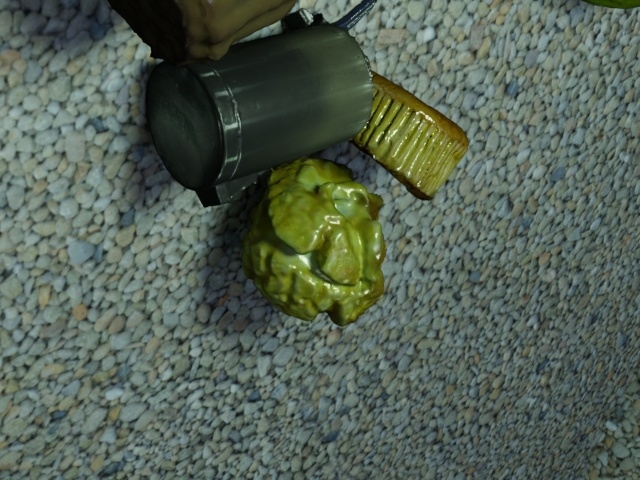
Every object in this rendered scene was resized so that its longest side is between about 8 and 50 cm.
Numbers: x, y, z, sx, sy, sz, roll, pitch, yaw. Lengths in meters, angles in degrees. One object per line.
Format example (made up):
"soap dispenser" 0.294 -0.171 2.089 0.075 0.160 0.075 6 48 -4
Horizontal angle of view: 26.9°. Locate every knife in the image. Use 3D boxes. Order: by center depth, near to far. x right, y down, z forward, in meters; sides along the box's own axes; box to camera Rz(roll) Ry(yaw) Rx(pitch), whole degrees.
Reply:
"knife" 0.048 -0.366 2.215 0.121 0.018 0.031 -43 144 -14

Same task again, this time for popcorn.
"popcorn" -0.007 -0.007 2.258 0.247 0.282 0.282 8 120 -10

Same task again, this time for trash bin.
"trash bin" -0.088 -0.208 2.050 0.301 0.203 0.252 -21 98 -36

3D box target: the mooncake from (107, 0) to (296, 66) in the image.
"mooncake" -0.184 -0.382 1.703 0.187 0.324 0.324 -36 140 -19

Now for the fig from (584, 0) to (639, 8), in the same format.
"fig" 0.513 -0.500 2.417 0.314 0.233 0.233 -40 142 -25

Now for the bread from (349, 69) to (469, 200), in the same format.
"bread" 0.120 -0.187 2.244 0.227 0.253 0.142 23 105 -49
